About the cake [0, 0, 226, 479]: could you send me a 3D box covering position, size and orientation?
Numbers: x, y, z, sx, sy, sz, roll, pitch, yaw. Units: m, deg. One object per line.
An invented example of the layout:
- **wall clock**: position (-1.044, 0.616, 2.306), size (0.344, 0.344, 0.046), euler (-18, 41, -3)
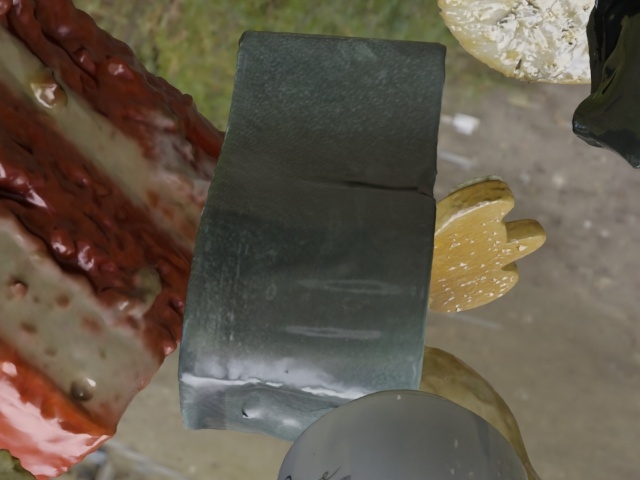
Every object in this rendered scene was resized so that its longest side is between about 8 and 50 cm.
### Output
- **cake**: position (-0.246, 0.005, 1.151), size (0.270, 0.319, 0.269), euler (-24, 125, 40)

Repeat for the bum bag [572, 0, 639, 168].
- **bum bag**: position (0.273, -0.148, 0.870), size (0.326, 0.142, 0.080), euler (-26, 136, 5)

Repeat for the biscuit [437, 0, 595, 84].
- **biscuit**: position (0.198, -0.187, 1.235), size (0.219, 0.033, 0.220), euler (3, 145, 2)

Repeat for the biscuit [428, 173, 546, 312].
- **biscuit**: position (0.109, 0.011, 1.364), size (0.158, 0.035, 0.240), euler (-20, 159, 8)

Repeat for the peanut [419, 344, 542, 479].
- **peanut**: position (0.132, 0.196, 1.378), size (0.101, 0.263, 0.117), euler (-35, 156, 23)

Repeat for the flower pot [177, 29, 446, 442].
- **flower pot**: position (0.000, 0.000, 0.788), size (0.108, 0.229, 0.103), euler (6, 134, 3)

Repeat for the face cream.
- **face cream**: position (0.028, 0.103, 0.556), size (0.091, 0.095, 0.091), euler (1, 115, 3)

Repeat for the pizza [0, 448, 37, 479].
- **pizza**: position (-0.225, 0.054, 0.486), size (0.280, 0.075, 0.288), euler (-6, 134, 3)
